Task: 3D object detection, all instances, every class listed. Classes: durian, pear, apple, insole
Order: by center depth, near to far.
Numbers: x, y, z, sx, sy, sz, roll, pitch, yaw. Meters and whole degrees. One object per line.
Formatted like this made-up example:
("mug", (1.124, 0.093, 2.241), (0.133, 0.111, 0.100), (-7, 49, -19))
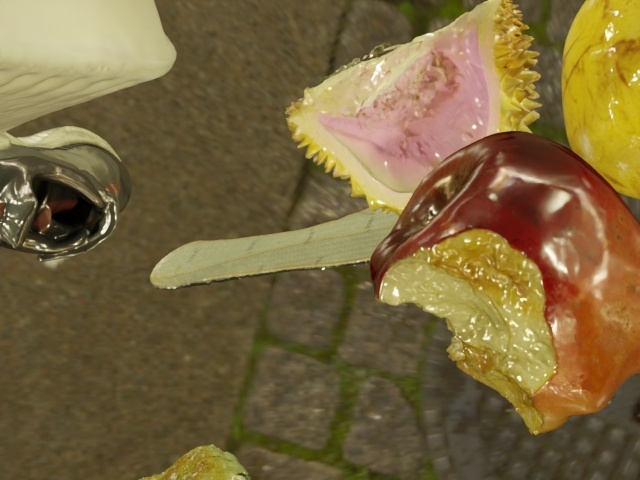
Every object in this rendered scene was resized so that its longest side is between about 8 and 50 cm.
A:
("apple", (0.122, 0.022, 0.938), (0.158, 0.156, 0.147), (42, 69, -10))
("durian", (0.079, -0.094, 1.176), (0.182, 0.165, 0.132), (-40, 108, 4))
("insole", (0.000, 0.000, 1.514), (0.348, 0.119, 0.009), (-10, 115, 21))
("pear", (0.379, -0.167, 1.673), (0.281, 0.281, 0.280), (-1, 84, 12))

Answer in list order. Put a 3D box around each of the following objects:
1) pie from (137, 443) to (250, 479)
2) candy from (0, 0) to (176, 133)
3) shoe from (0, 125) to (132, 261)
("pie", (-0.217, 0.307, 1.665), (0.371, 0.296, 0.078), (-27, 94, 50))
("candy", (-0.245, -0.121, 0.809), (0.208, 0.359, 0.145), (-19, 85, 22))
("shoe", (-0.202, -0.027, 1.222), (0.112, 0.227, 0.099), (34, 103, 29))
